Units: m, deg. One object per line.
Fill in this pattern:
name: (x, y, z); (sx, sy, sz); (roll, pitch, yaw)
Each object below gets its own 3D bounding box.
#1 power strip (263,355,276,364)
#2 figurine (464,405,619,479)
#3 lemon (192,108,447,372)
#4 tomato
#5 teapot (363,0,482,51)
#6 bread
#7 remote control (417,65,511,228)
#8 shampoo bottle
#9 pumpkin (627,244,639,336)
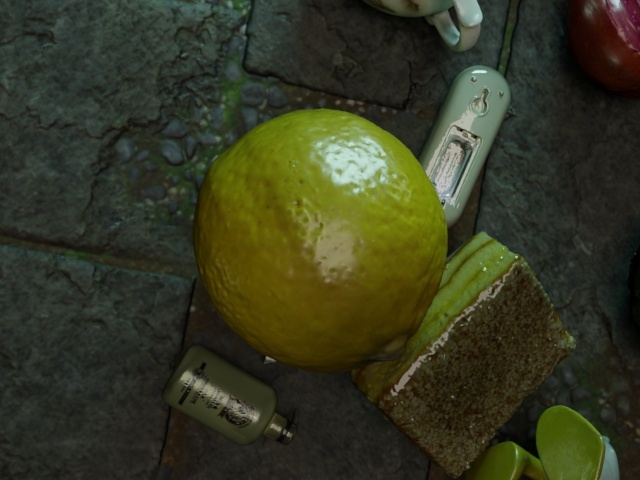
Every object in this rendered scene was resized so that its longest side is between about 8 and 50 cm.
power strip: (-0.056, 0.110, 0.957); (0.017, 0.027, 0.083); (11, 88, -9)
figurine: (0.351, 0.370, 0.917); (0.338, 0.204, 0.283); (21, 64, -28)
lemon: (-0.001, -0.001, 0.841); (0.293, 0.293, 0.293); (0, 90, -7)
tomato: (0.369, -0.250, 0.979); (0.189, 0.099, 0.173); (-11, 72, -45)
teapot: (0.114, -0.360, 0.924); (0.204, 0.139, 0.298); (-27, 92, -9)
bread: (0.165, 0.133, 0.926); (0.234, 0.110, 0.184); (-45, 121, -7)
remote control: (0.169, -0.114, 0.977); (0.078, 0.042, 0.221); (25, 87, -5)
shampoo bottle: (-0.101, 0.192, 0.925); (0.162, 0.079, 0.079); (32, 86, -6)
pumpkin: (0.491, 0.064, 0.958); (0.238, 0.159, 0.238); (0, 91, 6)
